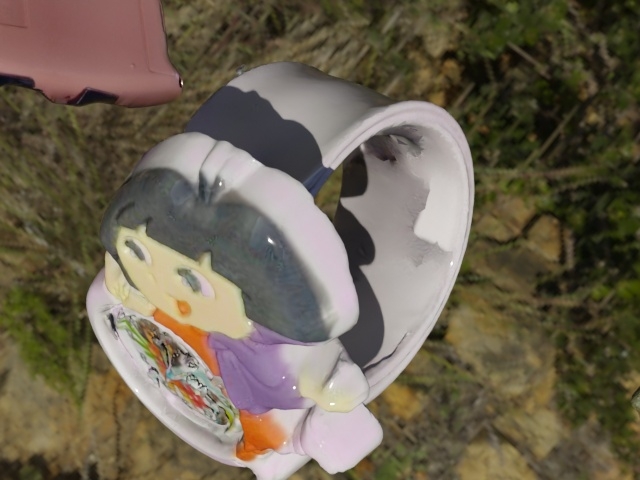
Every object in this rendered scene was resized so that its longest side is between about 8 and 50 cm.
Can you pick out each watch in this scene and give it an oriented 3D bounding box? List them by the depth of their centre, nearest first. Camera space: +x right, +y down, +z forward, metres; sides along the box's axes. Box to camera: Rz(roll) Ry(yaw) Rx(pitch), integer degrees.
[{"bbox_3d":[0.000,0.000,0.675,0.231,0.196,0.244,-40,140,-31],"label":"watch"}]

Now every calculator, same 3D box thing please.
[{"bbox_3d":[-0.282,-0.249,1.235,0.330,0.220,0.048,2,164,-43],"label":"calculator"}]

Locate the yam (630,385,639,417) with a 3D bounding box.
[{"bbox_3d":[0.400,0.169,1.360,0.094,0.043,0.043,-40,154,-12],"label":"yam"}]
